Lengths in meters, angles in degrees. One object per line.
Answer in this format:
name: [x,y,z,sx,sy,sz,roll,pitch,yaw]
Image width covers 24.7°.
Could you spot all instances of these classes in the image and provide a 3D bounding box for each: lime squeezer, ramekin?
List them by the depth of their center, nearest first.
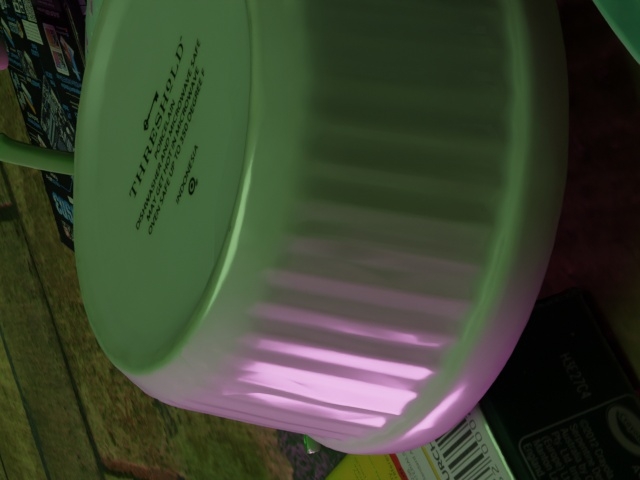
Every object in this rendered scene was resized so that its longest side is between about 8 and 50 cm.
ramekin: [-0.018,-0.041,0.657,0.273,0.127,0.272,-16,71,60]
lime squeezer: [-0.068,0.010,0.963,0.310,0.110,0.059,45,167,-20]

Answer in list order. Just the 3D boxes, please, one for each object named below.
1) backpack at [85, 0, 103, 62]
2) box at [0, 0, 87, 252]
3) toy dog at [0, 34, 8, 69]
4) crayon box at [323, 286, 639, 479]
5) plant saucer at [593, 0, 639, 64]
backpack: [-0.079,-0.127,0.850,0.152,0.115,0.182,-118,30,-43]
box: [-0.173,-0.110,1.106,0.295,0.073,0.293,27,136,64]
toy dog: [-0.303,-0.337,0.828,0.395,0.285,0.408,-17,-58,-83]
crayon box: [0.089,0.181,0.763,0.202,0.081,0.318,64,155,17]
plant saucer: [0.153,-0.165,0.406,0.317,0.044,0.317,47,147,45]
